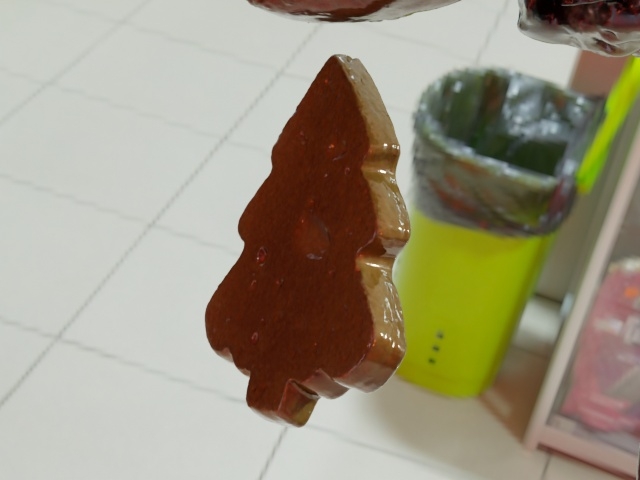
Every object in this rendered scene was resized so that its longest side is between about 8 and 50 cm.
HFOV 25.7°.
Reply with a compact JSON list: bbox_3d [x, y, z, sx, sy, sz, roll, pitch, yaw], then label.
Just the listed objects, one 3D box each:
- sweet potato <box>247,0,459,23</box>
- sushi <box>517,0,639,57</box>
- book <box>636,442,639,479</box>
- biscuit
[{"bbox_3d":[0.066,-0.176,0.776,0.291,0.097,0.097,-7,22,27],"label":"sweet potato"},{"bbox_3d":[0.341,-0.326,1.372,0.299,0.294,0.281,-2,3,21],"label":"sushi"},{"bbox_3d":[0.142,0.084,0.297,0.022,0.232,0.162,16,72,-23],"label":"book"},{"bbox_3d":[0.000,0.000,0.889,0.041,0.239,0.212,15,-6,-30],"label":"biscuit"}]
